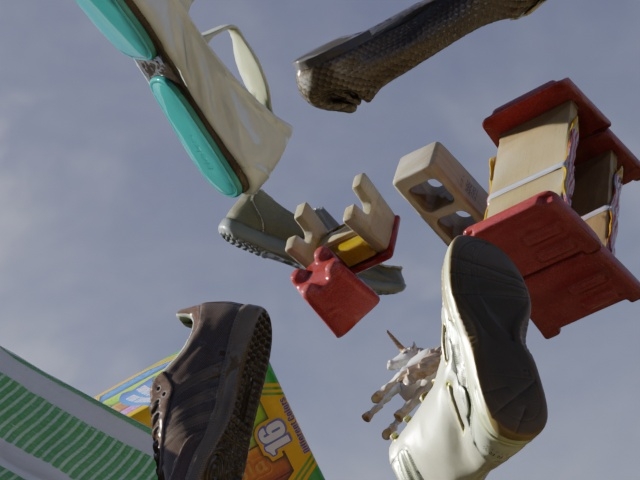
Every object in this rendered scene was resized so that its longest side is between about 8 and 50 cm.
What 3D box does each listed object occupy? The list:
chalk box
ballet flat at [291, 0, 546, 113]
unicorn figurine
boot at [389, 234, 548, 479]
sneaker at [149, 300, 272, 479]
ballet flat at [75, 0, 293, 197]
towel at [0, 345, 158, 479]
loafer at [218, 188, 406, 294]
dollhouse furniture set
[{"bbox_3d":[-0.171,0.243,1.663,0.289,0.180,0.179,-30,11,-19],"label":"chalk box"},{"bbox_3d":[0.092,-0.164,1.316,0.249,0.058,0.084,-26,11,-20],"label":"ballet flat"},{"bbox_3d":[0.087,0.136,1.595,0.060,0.111,0.162,48,-25,-10],"label":"unicorn figurine"},{"bbox_3d":[0.113,0.116,1.364,0.077,0.213,0.165,11,-45,-20],"label":"boot"},{"bbox_3d":[-0.089,0.129,1.147,0.071,0.188,0.066,5,-31,22],"label":"sneaker"},{"bbox_3d":[-0.163,-0.230,1.880,0.139,0.139,0.400,-17,-58,33],"label":"ballet flat"},{"bbox_3d":[-0.218,0.164,1.194,0.247,0.038,0.325,29,13,1],"label":"towel"},{"bbox_3d":[0.000,0.000,2.063,0.251,0.087,0.094,22,-9,-14],"label":"loafer"},{"bbox_3d":[0.139,0.009,1.686,0.374,0.201,0.152,-26,-59,33],"label":"dollhouse furniture set"}]
